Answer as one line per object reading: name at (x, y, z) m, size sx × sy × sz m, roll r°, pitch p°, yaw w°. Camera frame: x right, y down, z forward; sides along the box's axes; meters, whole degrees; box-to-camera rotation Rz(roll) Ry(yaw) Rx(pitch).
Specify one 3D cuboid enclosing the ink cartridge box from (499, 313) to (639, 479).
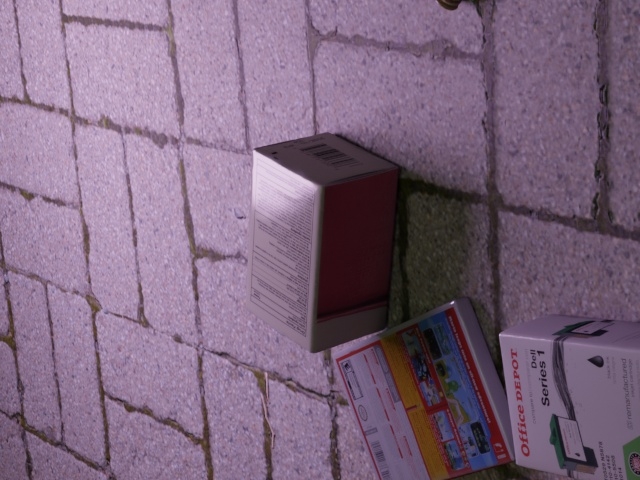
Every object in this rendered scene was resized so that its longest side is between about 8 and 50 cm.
ink cartridge box at (0.301, 0.170, 1.579) m, size 0.219 × 0.093 × 0.160 m, roll 2°, pitch 104°, yaw 53°

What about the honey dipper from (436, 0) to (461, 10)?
honey dipper at (0.175, -0.316, 1.629) m, size 0.030 × 0.030 × 0.160 m, roll 58°, pitch 137°, yaw 22°

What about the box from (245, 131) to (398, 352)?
box at (0.000, 0.000, 1.894) m, size 0.149 × 0.127 × 0.232 m, roll 31°, pitch 126°, yaw 44°

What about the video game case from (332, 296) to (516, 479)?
video game case at (0.129, 0.203, 1.882) m, size 0.285 × 0.025 × 0.204 m, roll -30°, pitch 78°, yaw 54°
